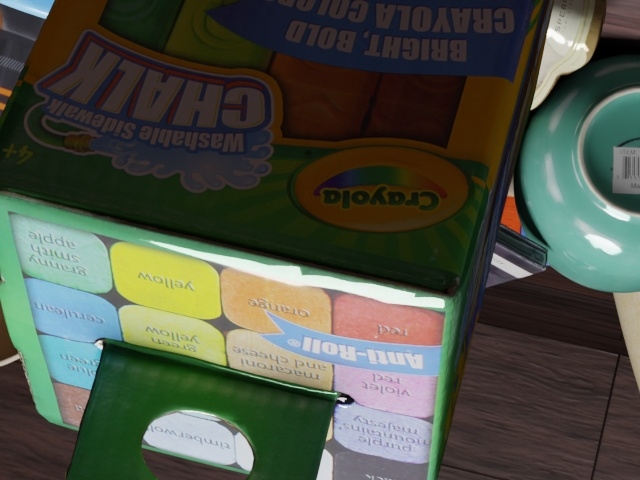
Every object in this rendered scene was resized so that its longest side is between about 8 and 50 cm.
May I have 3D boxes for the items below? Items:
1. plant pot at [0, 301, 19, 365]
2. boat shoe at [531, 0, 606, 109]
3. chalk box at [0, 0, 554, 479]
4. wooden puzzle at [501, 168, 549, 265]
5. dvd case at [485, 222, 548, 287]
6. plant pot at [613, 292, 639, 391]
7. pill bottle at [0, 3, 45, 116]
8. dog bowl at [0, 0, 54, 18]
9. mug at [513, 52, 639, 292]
[{"bbox_3d":[-0.306,-0.057,1.488,0.284,0.284,0.191,13,-152,4],"label":"plant pot"},{"bbox_3d":[0.111,-0.106,0.953,0.045,0.050,0.135,18,163,-8],"label":"boat shoe"},{"bbox_3d":[-0.018,-0.016,0.704,0.180,0.289,0.179,12,147,7],"label":"chalk box"},{"bbox_3d":[0.042,-0.032,1.217,0.348,0.080,0.322,7,-175,-9],"label":"wooden puzzle"},{"bbox_3d":[0.000,0.000,1.040,0.164,0.018,0.221,28,153,-28],"label":"dvd case"},{"bbox_3d":[0.324,0.092,1.209,0.274,0.256,0.256,57,171,-1],"label":"plant pot"},{"bbox_3d":[-0.219,-0.071,1.051,0.130,0.245,0.130,13,174,1],"label":"pill bottle"},{"bbox_3d":[-0.157,-0.169,0.834,0.166,0.074,0.297,9,172,38],"label":"dog bowl"},{"bbox_3d":[0.187,-0.049,1.001,0.129,0.158,0.097,45,175,8],"label":"mug"}]
